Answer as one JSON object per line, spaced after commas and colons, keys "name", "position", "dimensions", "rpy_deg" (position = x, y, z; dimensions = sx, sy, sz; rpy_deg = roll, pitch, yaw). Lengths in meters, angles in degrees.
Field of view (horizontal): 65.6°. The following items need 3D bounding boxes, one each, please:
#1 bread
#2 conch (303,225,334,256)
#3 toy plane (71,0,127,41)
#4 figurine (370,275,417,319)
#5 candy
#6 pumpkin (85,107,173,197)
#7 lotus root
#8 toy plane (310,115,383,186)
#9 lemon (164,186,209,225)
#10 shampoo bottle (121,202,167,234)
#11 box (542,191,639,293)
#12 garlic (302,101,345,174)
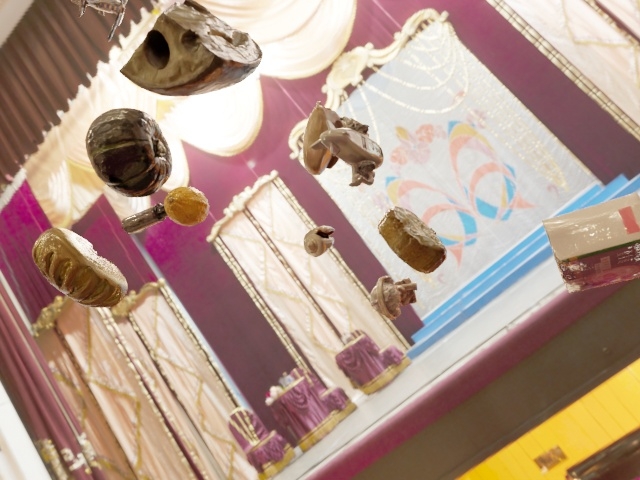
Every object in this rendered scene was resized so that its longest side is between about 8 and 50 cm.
{"name": "bread", "position": [-0.802, 0.104, 1.651], "dimensions": [0.160, 0.333, 0.333], "rpy_deg": [-47, -13, -8]}
{"name": "conch", "position": [0.009, 0.000, 1.720], "dimensions": [0.176, 0.105, 0.094], "rpy_deg": [-10, 8, -43]}
{"name": "toy plane", "position": [-0.608, -0.633, 1.337], "dimensions": [0.273, 0.107, 0.182], "rpy_deg": [-75, 10, -48]}
{"name": "figurine", "position": [0.272, 0.213, 1.877], "dimensions": [0.141, 0.163, 0.236], "rpy_deg": [-17, -8, 33]}
{"name": "candy", "position": [0.306, -0.007, 1.652], "dimensions": [0.118, 0.260, 0.260], "rpy_deg": [-47, -17, 20]}
{"name": "pumpkin", "position": [-0.666, -0.305, 1.746], "dimensions": [0.241, 0.323, 0.323], "rpy_deg": [-19, -14, 3]}
{"name": "lotus root", "position": [-0.228, -0.331, 0.901], "dimensions": [0.142, 0.210, 0.314], "rpy_deg": [-54, 8, 25]}
{"name": "toy plane", "position": [0.096, -0.279, 1.530], "dimensions": [0.118, 0.252, 0.252], "rpy_deg": [-30, -5, 42]}
{"name": "lemon", "position": [-0.383, -0.098, 1.418], "dimensions": [0.114, 0.114, 0.155], "rpy_deg": [-42, -16, 13]}
{"name": "shampoo bottle", "position": [-0.650, -0.087, 1.876], "dimensions": [0.214, 0.072, 0.072], "rpy_deg": [-19, -7, 21]}
{"name": "box", "position": [0.446, 0.012, 0.795], "dimensions": [0.135, 0.081, 0.199], "rpy_deg": [-19, -26, 25]}
{"name": "garlic", "position": [0.018, -0.323, 1.612], "dimensions": [0.217, 0.110, 0.228], "rpy_deg": [-52, -32, -46]}
